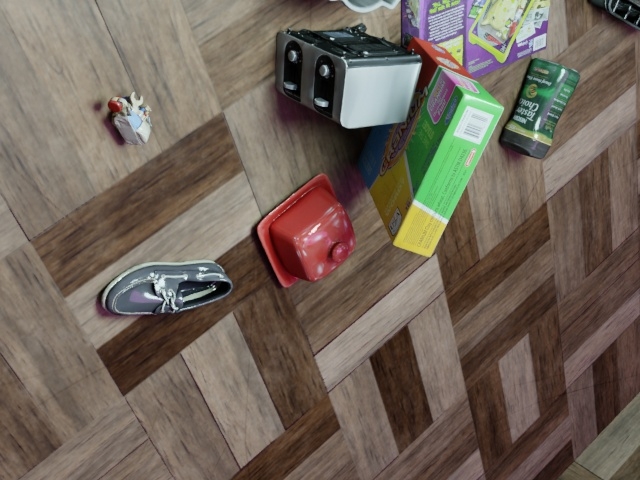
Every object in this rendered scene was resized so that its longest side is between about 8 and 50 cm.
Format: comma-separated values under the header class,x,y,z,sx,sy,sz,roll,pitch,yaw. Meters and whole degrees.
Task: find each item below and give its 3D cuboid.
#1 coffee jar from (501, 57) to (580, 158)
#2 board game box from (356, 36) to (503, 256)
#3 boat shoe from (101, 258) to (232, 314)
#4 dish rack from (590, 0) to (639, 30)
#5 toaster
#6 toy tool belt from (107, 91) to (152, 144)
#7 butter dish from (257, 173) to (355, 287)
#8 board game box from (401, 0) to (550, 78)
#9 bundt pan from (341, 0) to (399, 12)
class,x,y,z,sx,sy,sz,roll,pitch,yaw
coffee jar,0.425,-0.255,1.780,0.079,0.096,0.184,11,104,-44
board game box,0.154,-0.154,1.398,0.064,0.316,0.242,17,112,-16
boat shoe,-0.224,0.074,1.364,0.206,0.065,0.075,-12,120,-39
dish rack,0.646,-0.571,1.831,0.208,0.074,0.272,8,107,-47
toaster,0.044,-0.250,1.366,0.185,0.168,0.110,-13,123,-38
toy tool belt,-0.252,-0.170,1.219,0.083,0.052,0.051,67,33,-46
butter dish,0.000,0.000,1.498,0.160,0.118,0.160,-41,135,-21
board game box,0.279,-0.393,1.600,0.346,0.056,0.208,-26,132,-32
bundt pan,0.052,-0.491,1.266,0.330,0.124,0.331,-22,125,-34
